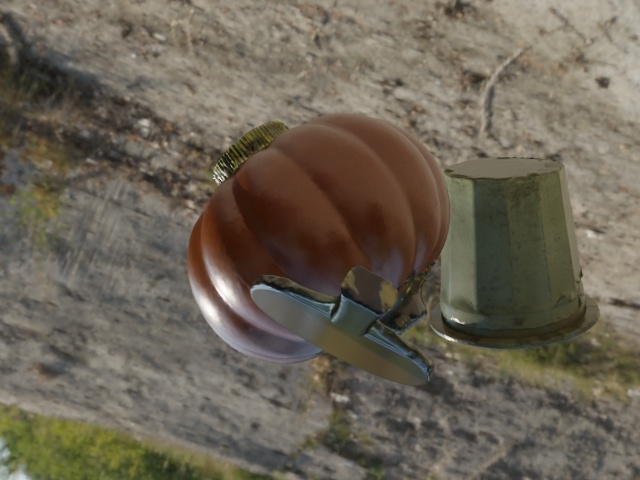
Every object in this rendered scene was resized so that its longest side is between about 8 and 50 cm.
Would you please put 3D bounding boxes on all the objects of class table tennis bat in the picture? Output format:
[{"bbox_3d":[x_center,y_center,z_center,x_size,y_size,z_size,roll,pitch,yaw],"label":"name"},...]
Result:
[{"bbox_3d":[0.011,0.037,0.388,0.095,0.014,0.158,29,165,3],"label":"table tennis bat"}]

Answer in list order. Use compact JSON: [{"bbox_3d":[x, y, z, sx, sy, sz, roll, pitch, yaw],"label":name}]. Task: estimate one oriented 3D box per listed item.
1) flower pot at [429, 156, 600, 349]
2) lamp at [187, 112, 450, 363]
[{"bbox_3d":[0.237,0.004,1.071,0.212,0.203,0.212,-4,-166,1],"label":"flower pot"},{"bbox_3d":[0.000,0.000,0.687,0.196,0.223,0.223,51,172,10],"label":"lamp"}]
